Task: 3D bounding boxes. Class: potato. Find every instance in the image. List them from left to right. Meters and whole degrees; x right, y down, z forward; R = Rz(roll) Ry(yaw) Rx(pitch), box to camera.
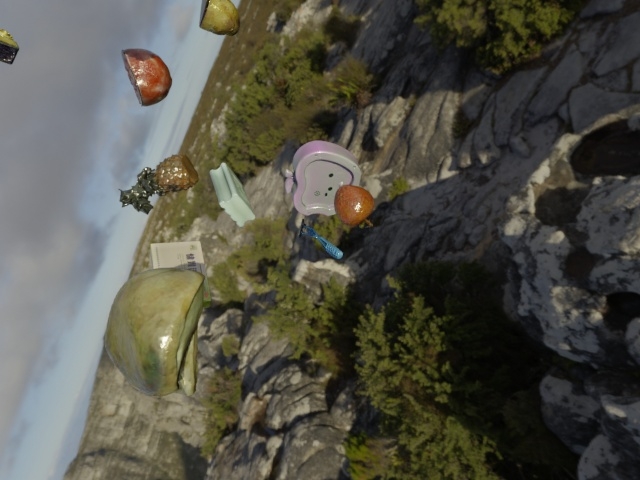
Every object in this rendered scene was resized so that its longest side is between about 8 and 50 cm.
[{"bbox_3d":[-0.242,-0.568,1.010,0.066,0.103,0.096,9,93,58],"label":"potato"}]

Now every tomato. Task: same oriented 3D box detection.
[{"bbox_3d":[-0.677,-0.654,1.613,0.181,0.155,0.213,22,129,65],"label":"tomato"}]

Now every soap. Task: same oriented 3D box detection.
[{"bbox_3d":[-0.378,-0.199,1.740,0.088,0.159,0.265,-32,44,3],"label":"soap"}]

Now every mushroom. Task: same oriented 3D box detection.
[{"bbox_3d":[-0.385,0.220,0.893,0.212,0.218,0.291,-87,5,-65],"label":"mushroom"}]

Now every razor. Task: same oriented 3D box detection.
[{"bbox_3d":[0.000,0.000,1.574,0.253,0.042,0.081,37,123,44],"label":"razor"}]

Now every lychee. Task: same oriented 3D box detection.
[{"bbox_3d":[0.095,-0.084,1.041,0.101,0.140,0.114,-55,14,20],"label":"lychee"}]

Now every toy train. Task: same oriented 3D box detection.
[{"bbox_3d":[-0.731,-0.426,0.829,0.060,0.202,0.081,-45,69,21],"label":"toy train"}]

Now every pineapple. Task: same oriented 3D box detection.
[{"bbox_3d":[-0.486,-0.163,1.202,0.237,0.111,0.119,-26,61,3],"label":"pineapple"}]

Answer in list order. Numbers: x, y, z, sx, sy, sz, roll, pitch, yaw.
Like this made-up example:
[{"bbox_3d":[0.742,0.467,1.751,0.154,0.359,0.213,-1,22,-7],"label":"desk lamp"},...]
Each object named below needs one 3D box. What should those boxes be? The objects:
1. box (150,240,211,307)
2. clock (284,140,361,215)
[{"bbox_3d":[-0.504,0.126,1.455,0.062,0.175,0.260,-60,42,47],"label":"box"},{"bbox_3d":[0.009,-0.257,1.746,0.338,0.339,0.102,-56,28,30],"label":"clock"}]
